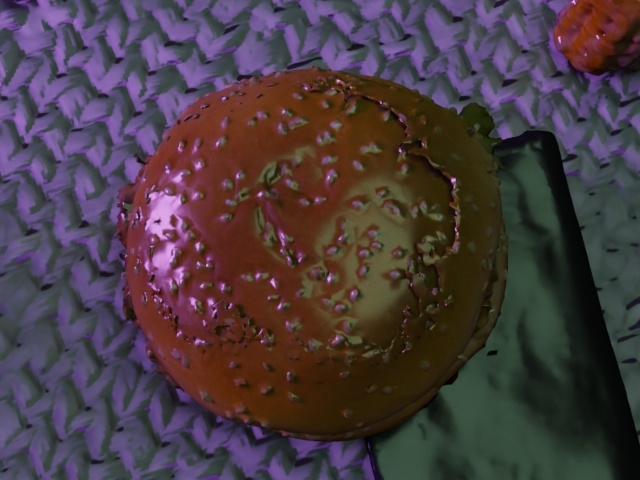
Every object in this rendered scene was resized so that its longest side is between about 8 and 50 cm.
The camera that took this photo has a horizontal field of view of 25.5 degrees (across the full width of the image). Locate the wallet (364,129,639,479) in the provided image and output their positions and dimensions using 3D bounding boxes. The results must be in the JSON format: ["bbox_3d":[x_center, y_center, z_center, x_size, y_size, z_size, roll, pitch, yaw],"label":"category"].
[{"bbox_3d":[0.090,0.088,0.723,0.146,0.030,0.285,-11,75,-14],"label":"wallet"}]

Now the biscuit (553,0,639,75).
[{"bbox_3d":[0.302,-0.198,0.814,0.379,0.094,0.054,-28,79,-16],"label":"biscuit"}]

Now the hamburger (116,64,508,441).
[{"bbox_3d":[-0.009,0.002,0.671,0.191,0.118,0.182,20,77,17],"label":"hamburger"}]
